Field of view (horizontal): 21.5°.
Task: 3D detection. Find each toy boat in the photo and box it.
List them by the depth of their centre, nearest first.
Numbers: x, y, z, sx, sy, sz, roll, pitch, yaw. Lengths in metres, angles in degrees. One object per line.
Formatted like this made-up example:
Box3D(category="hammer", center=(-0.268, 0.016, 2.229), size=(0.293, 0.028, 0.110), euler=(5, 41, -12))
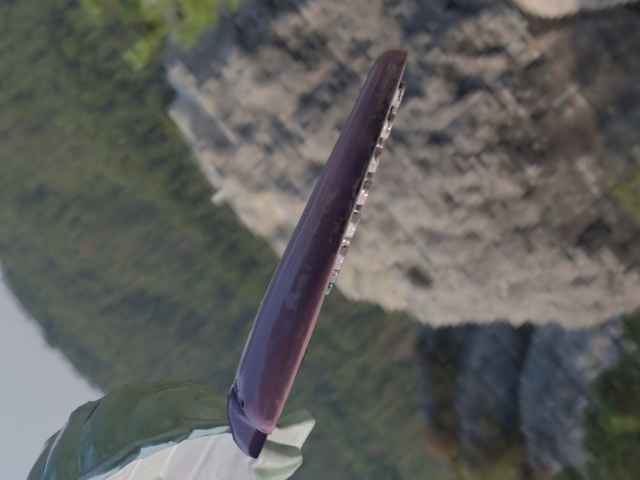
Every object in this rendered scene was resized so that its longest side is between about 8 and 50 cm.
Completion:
Box3D(category="toy boat", center=(-0.141, 0.185, 1.365), size=(0.290, 0.199, 0.100), euler=(-7, -128, -42))

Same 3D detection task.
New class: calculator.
Box3D(category="calculator", center=(-0.001, 0.000, 1.152), size=(0.043, 0.294, 0.194), euler=(21, 165, 0))
